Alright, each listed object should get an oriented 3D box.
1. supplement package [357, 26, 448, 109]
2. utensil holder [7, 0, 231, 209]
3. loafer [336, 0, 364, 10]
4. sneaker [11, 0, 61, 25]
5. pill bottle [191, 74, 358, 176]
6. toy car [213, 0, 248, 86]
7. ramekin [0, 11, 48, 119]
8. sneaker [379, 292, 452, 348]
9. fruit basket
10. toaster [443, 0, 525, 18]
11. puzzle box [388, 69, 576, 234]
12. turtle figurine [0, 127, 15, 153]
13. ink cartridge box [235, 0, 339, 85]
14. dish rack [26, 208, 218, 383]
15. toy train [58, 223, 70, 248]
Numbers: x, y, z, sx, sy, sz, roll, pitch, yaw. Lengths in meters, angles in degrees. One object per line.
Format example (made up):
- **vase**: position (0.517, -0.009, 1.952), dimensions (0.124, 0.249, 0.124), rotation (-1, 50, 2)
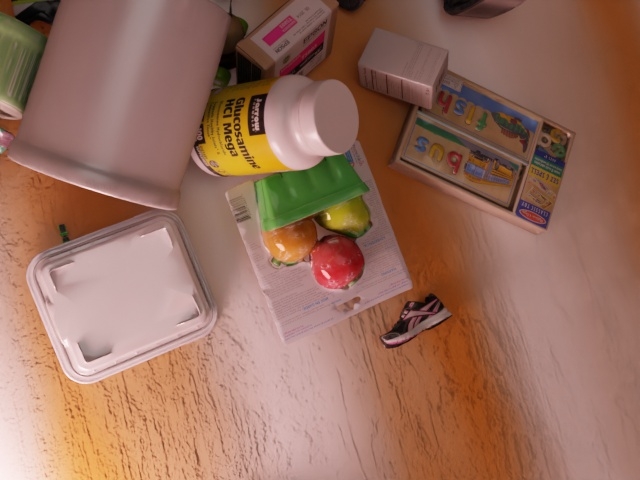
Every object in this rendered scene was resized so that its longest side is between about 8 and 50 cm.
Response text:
- **supplement package**: position (0.187, -0.388, 1.840), dimensions (0.179, 0.105, 0.105), rotation (22, 75, 13)
- **utensil holder**: position (-0.368, -0.289, 1.537), dimensions (0.327, 0.327, 0.385), rotation (19, 93, -11)
- **loafer**: position (0.004, -0.669, 1.886), dimensions (0.302, 0.109, 0.095), rotation (47, 53, -9)
- **sneaker**: position (-0.535, -0.484, 1.721), dimensions (0.234, 0.084, 0.097), rotation (-6, 106, -15)
- **pill bottle**: position (-0.097, -0.229, 1.628), dimensions (0.188, 0.334, 0.188), rotation (3, 87, -51)
- **toy car**: position (-0.222, -0.442, 1.725), dimensions (0.149, 0.188, 0.155), rotation (19, 75, -11)
- **ramekin**: position (-0.671, -0.340, 1.536), dimensions (0.303, 0.303, 0.148), rotation (15, 84, -12)
- **sneaker**: position (0.199, 0.176, 1.800), dimensions (0.178, 0.072, 0.077), rotation (-24, 75, -26)
- **fruit basket**: position (0.000, 0.000, 1.748), dimensions (0.327, 0.165, 0.353), rotation (-24, 102, -17)
- **toaster**: position (0.390, -0.601, 1.922), dimensions (0.146, 0.227, 0.129), rotation (-1, 81, -33)
- **puzzle box**: position (0.386, -0.215, 1.921), dimensions (0.409, 0.052, 0.272), rotation (23, 76, -10)
- **turtle figurine**: position (-0.689, -0.122, 1.586), dimensions (0.175, 0.118, 0.234), rotation (23, 81, 31)
- **ink cartridge box**: position (-0.073, -0.412, 1.753), dimensions (0.088, 0.193, 0.234), rotation (42, 73, 9)
- **dish rack**: position (-0.390, 0.108, 1.631), dimensions (0.332, 0.072, 0.286), rotation (-22, 93, -17)
- **toy train**: position (-0.515, 0.005, 1.652), dimensions (0.017, 0.023, 0.083), rotation (-17, 85, -17)
